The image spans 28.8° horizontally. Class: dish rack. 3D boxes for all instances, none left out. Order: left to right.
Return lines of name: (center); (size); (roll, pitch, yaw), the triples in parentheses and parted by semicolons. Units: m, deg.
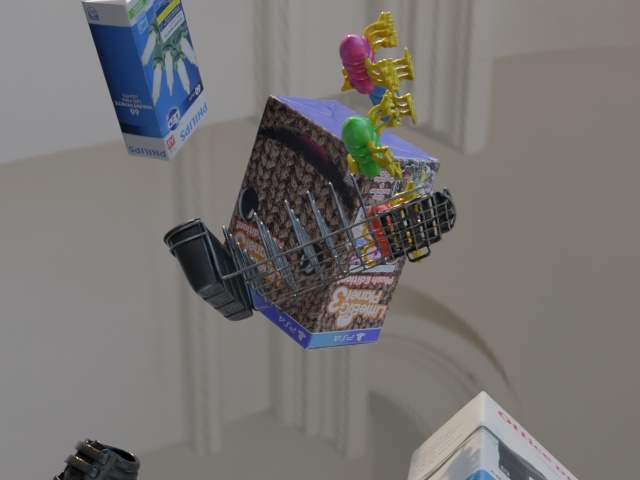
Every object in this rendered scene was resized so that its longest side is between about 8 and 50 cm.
dish rack: (0.000, 0.000, 1.234); (0.208, 0.272, 0.074); (59, 10, -76)

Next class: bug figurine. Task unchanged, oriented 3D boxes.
bug figurine: (0.064, -0.118, 1.387); (0.216, 0.072, 0.279); (65, 22, -54)

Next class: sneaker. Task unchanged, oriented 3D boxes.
sneaker: (-0.379, 0.360, 1.803); (0.105, 0.296, 0.146); (19, -83, 37)

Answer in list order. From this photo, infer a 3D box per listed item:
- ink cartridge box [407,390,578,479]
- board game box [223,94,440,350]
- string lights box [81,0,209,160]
ink cartridge box: (0.205, 0.320, 1.322); (0.223, 0.307, 0.129); (43, -76, -3)
board game box: (0.003, -0.029, 1.772); (0.232, 0.141, 0.291); (35, -65, 41)
string lights box: (-0.245, -0.258, 1.778); (0.077, 0.133, 0.259); (9, -46, 23)
